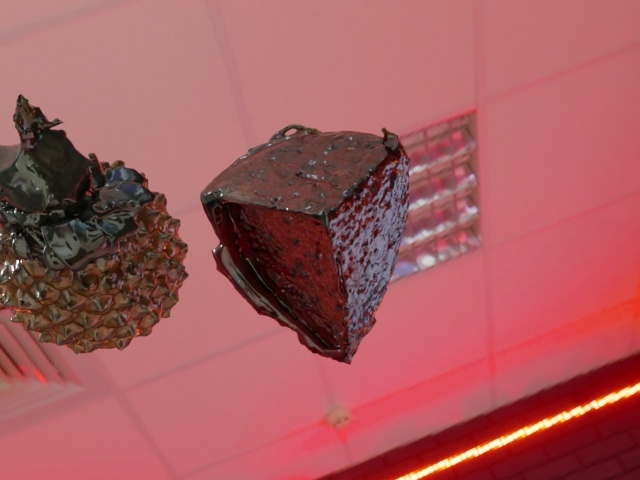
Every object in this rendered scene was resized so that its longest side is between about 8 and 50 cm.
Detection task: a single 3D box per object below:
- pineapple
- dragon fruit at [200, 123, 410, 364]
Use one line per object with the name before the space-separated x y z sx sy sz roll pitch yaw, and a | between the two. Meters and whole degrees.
pineapple | -0.254 -0.013 0.898 0.223 0.223 0.357 -16 -19 -11
dragon fruit | -0.002 -0.001 0.683 0.127 0.121 0.161 -38 -50 -38
